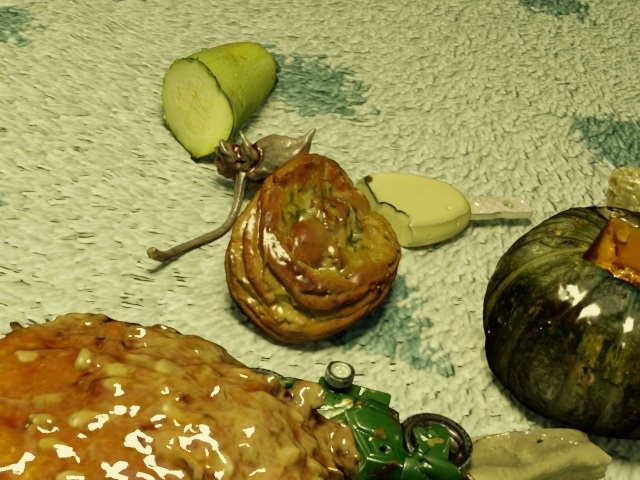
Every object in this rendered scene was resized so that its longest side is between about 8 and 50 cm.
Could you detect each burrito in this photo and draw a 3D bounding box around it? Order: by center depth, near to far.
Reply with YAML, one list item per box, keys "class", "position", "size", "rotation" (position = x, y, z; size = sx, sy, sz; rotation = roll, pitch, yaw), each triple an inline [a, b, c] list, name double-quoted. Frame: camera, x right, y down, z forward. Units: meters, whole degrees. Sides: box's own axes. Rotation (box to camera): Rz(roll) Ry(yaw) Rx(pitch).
- class: "burrito"
  position: [0.207, 0.235, 1.270]
  size: [0.226, 0.060, 0.087]
  rotation: [-4, 33, -24]

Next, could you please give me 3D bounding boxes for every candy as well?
- class: "candy"
  position: [0.450, -0.050, 1.710]
  size: [0.095, 0.110, 0.085]
  rotation: [15, 34, 24]

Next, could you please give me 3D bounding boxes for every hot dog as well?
- class: "hot dog"
  position: [0.000, 0.000, 1.429]
  size: [0.196, 0.122, 0.272]
  rotation: [49, 39, -3]

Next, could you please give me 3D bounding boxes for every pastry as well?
- class: "pastry"
  position: [-0.171, 0.211, 0.967]
  size: [0.405, 0.292, 0.337]
  rotation: [1, 29, -4]

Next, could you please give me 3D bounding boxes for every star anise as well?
- class: "star anise"
  position: [-0.100, -0.040, 1.478]
  size: [0.218, 0.148, 0.227]
  rotation: [32, 55, -37]

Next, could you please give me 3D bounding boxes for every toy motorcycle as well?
- class: "toy motorcycle"
  position: [0.007, 0.211, 1.171]
  size: [0.275, 0.124, 0.187]
  rotation: [15, 41, 5]

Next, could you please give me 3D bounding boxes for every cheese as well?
- class: "cheese"
  position: [0.177, -0.043, 1.624]
  size: [0.256, 0.050, 0.127]
  rotation: [-1, 40, -23]

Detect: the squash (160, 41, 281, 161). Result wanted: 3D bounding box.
- class: "squash"
  position: [-0.131, -0.231, 1.685]
  size: [0.137, 0.137, 0.287]
  rotation: [22, 33, 6]

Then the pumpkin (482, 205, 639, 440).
- class: "pumpkin"
  position: [0.346, 0.093, 1.401]
  size: [0.321, 0.192, 0.320]
  rotation: [13, 38, -10]
